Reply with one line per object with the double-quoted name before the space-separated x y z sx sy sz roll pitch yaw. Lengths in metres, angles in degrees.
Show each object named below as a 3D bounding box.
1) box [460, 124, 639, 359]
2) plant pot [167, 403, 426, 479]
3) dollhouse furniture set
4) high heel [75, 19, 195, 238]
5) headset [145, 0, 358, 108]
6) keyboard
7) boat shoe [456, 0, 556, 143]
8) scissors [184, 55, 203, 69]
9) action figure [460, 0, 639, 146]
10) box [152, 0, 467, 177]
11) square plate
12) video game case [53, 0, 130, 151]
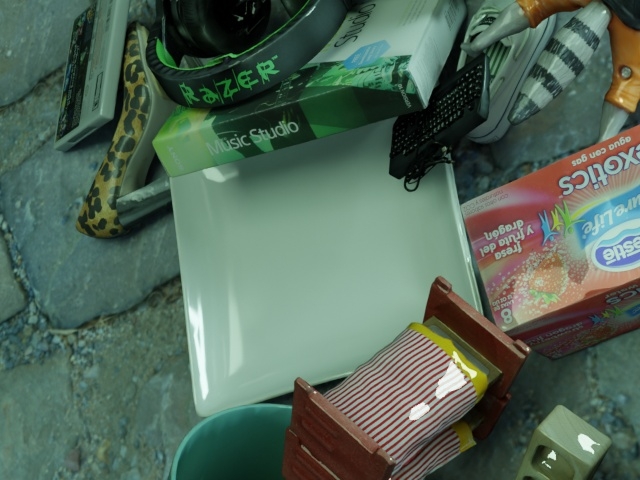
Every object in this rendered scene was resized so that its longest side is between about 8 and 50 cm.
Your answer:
"box" 0.309 -0.011 1.280 0.300 0.154 0.142 -24 65 21
"plant pot" -0.043 0.344 1.304 0.293 0.293 0.235 46 125 33
"dollhouse furniture set" 0.167 0.229 1.192 0.374 0.152 0.201 38 53 23
"high heel" -0.260 -0.138 1.695 0.186 0.093 0.261 -25 68 21
"headset" -0.084 -0.318 1.550 0.243 0.185 0.394 -15 38 23
"keyboard" 0.111 -0.118 1.379 0.192 0.038 0.100 144 131 -60
"boat shoe" 0.199 -0.219 1.456 0.083 0.076 0.226 8 79 32
"scissors" -0.105 -0.147 1.652 0.109 0.021 0.297 -26 62 23
"action figure" 0.339 -0.217 1.290 0.341 0.178 0.330 47 117 17
"box" -0.010 -0.184 1.504 0.322 0.058 0.232 -15 28 27
"square plate" 0.000 0.000 1.507 0.347 0.049 0.344 -17 67 20
"video game case" -0.295 -0.225 1.737 0.173 0.022 0.190 -20 61 57
